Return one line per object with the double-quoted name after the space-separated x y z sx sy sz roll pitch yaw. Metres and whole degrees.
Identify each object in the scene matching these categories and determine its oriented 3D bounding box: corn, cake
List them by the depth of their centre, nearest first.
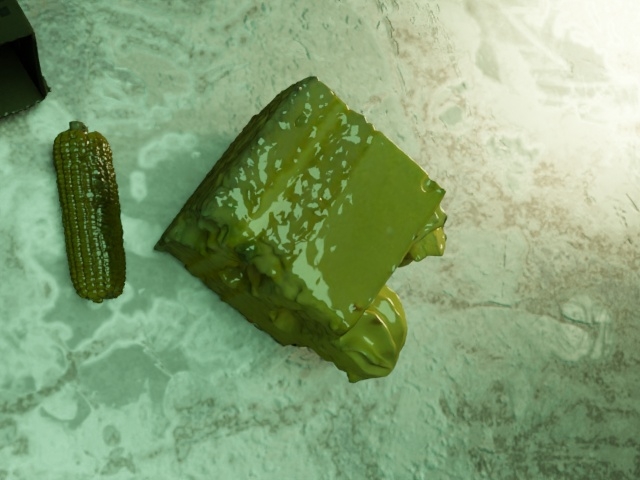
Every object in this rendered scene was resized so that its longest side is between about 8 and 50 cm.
-0.255 -0.032 1.056 0.068 0.068 0.207 -8 84 -23 "corn"
0.000 0.000 1.074 0.286 0.222 0.227 39 71 -12 "cake"

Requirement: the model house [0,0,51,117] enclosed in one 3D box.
-0.425 -0.255 0.970 0.211 0.204 0.243 -25 74 -22 "model house"
